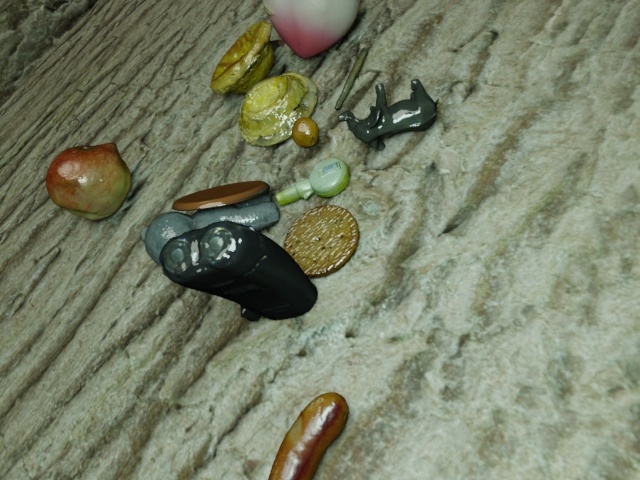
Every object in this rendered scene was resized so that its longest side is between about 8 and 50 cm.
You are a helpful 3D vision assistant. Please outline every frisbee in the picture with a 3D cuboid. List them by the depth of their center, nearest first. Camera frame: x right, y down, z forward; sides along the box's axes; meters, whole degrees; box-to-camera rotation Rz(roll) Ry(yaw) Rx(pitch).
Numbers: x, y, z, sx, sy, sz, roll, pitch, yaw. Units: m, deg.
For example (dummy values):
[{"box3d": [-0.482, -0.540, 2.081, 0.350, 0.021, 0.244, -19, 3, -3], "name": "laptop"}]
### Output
[{"box3d": [-0.252, -0.117, 1.146, 0.251, 0.021, 0.251, -11, 17, 3], "name": "frisbee"}]

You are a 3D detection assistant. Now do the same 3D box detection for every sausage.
[{"box3d": [-0.037, 0.403, 0.765, 0.103, 0.076, 0.302, 10, 66, 24], "name": "sausage"}]

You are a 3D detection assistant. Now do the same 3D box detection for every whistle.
[{"box3d": [-0.022, -0.141, 1.117, 0.198, 0.057, 0.104, -20, 52, 14], "name": "whistle"}]

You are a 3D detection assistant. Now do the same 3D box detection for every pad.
[{"box3d": [-0.241, -0.648, 1.591, 0.235, 0.003, 0.158, 11, 66, 33], "name": "pad"}]

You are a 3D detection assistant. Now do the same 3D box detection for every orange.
[{"box3d": [-0.040, -0.290, 1.210, 0.085, 0.085, 0.085, -13, 55, 20], "name": "orange"}]

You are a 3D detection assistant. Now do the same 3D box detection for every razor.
[{"box3d": [-0.140, 0.067, 0.876, 0.189, 0.327, 0.107, -14, 61, 19], "name": "razor"}]

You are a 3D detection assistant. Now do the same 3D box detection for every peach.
[{"box3d": [-0.712, -0.198, 1.408, 0.232, 0.232, 0.256, 8, 74, 31], "name": "peach"}]

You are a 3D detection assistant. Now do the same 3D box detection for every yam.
[{"box3d": [0.091, -0.463, 1.287, 0.234, 0.029, 0.027, -67, 14, -20], "name": "yam"}]

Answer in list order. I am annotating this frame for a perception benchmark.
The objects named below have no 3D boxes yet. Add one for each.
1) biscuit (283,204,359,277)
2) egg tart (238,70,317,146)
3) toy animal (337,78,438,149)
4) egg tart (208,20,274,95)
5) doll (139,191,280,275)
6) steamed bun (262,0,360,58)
[{"box3d": [0.000, 0.001, 1.034, 0.188, 0.027, 0.187, -13, 57, 20], "name": "biscuit"}, {"box3d": [-0.140, -0.399, 1.321, 0.279, 0.095, 0.278, -14, 56, 21], "name": "egg tart"}, {"box3d": [0.164, -0.310, 1.091, 0.245, 0.114, 0.146, -19, 53, 16], "name": "toy animal"}, {"box3d": [-0.233, -0.557, 1.427, 0.295, 0.116, 0.294, -31, 37, 28], "name": "egg tart"}, {"box3d": [-0.263, -0.014, 1.126, 0.341, 0.158, 0.246, -19, 36, -19], "name": "doll"}, {"box3d": [-0.032, -0.697, 1.353, 0.309, 0.309, 0.309, -13, 55, 20], "name": "steamed bun"}]
